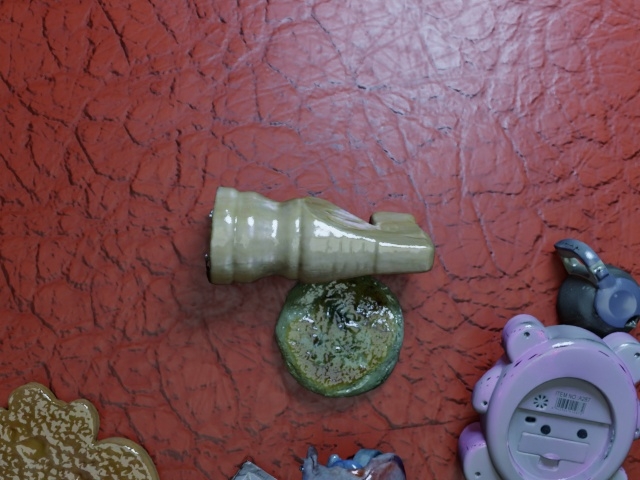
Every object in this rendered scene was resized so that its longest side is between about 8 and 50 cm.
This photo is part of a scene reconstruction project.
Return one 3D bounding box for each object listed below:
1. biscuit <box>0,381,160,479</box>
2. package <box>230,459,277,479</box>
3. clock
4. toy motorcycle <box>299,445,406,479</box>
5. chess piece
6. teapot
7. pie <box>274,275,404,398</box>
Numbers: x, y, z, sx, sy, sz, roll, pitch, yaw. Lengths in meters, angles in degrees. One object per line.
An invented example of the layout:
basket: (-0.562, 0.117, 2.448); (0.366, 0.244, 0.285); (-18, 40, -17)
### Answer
biscuit: (-0.342, 0.327, 1.090); (0.202, 0.044, 0.289); (-44, 86, -5)
package: (-0.076, 0.413, 1.095); (0.173, 0.027, 0.171); (31, 82, -6)
clock: (0.312, 0.230, 1.066); (0.227, 0.090, 0.248); (10, 103, -1)
toy motorcycle: (0.022, 0.423, 1.010); (0.241, 0.182, 0.319); (4, 83, -40)
chess piece: (0.000, 0.000, 1.084); (0.300, 0.137, 0.137); (3, 85, -1)
teapot: (0.391, 0.067, 1.101); (0.111, 0.108, 0.149); (-5, 86, -4)
pie: (0.028, 0.126, 1.118); (0.186, 0.041, 0.187); (0, 85, -1)
